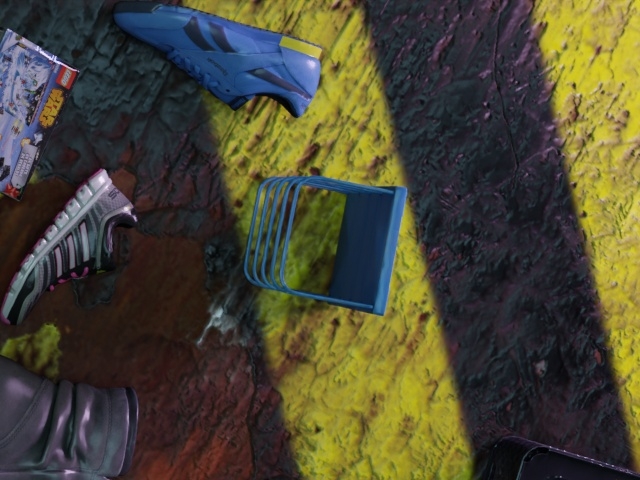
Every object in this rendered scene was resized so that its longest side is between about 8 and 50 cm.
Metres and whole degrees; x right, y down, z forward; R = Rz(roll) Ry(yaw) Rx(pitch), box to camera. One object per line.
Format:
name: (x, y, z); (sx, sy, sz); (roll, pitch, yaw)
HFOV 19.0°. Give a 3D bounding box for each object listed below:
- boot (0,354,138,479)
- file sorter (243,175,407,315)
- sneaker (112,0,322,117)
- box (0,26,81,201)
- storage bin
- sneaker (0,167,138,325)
boot: (-0.301, 0.270, 1.741); (0.222, 0.118, 0.338); (22, 90, -22)
file sorter: (0.000, 0.000, 1.790); (0.104, 0.170, 0.118); (10, 89, -14)
sneaker: (-0.100, -0.171, 1.807); (0.209, 0.069, 0.082); (15, 91, -17)
box: (-0.288, -0.116, 1.753); (0.094, 0.027, 0.137); (30, 82, -42)
storage bin: (0.255, 0.278, 1.921); (0.180, 0.084, 0.122); (18, 86, -16)
sneaker: (-0.230, 0.018, 1.775); (0.075, 0.063, 0.170); (38, 76, -8)
